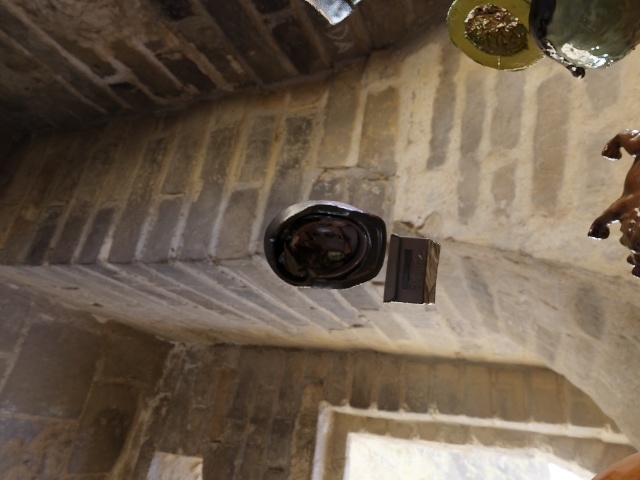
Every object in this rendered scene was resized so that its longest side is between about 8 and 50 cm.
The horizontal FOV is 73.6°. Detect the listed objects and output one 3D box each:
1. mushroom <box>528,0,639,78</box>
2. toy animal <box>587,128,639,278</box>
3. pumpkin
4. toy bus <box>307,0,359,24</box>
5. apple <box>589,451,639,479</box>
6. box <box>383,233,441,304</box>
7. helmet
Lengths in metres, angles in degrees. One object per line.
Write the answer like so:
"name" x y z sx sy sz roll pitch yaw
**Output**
"mushroom" 0.425 -0.394 0.556 0.344 0.248 0.130 -64 -154 27
"toy animal" 0.540 -0.088 0.696 0.157 0.097 0.312 -114 -147 -82
"pumpkin" 0.376 -0.460 0.872 0.110 0.217 0.217 -63 156 -1
"toy bus" -0.005 -0.322 0.277 0.138 0.175 0.287 8 61 -58
"apple" 0.297 0.243 0.259 0.242 0.241 0.242 158 -90 -84
"box" 0.342 0.114 1.580 0.188 0.153 0.252 14 81 -61
"helmet" 0.000 0.000 0.936 0.154 0.254 0.198 -133 -140 -60
